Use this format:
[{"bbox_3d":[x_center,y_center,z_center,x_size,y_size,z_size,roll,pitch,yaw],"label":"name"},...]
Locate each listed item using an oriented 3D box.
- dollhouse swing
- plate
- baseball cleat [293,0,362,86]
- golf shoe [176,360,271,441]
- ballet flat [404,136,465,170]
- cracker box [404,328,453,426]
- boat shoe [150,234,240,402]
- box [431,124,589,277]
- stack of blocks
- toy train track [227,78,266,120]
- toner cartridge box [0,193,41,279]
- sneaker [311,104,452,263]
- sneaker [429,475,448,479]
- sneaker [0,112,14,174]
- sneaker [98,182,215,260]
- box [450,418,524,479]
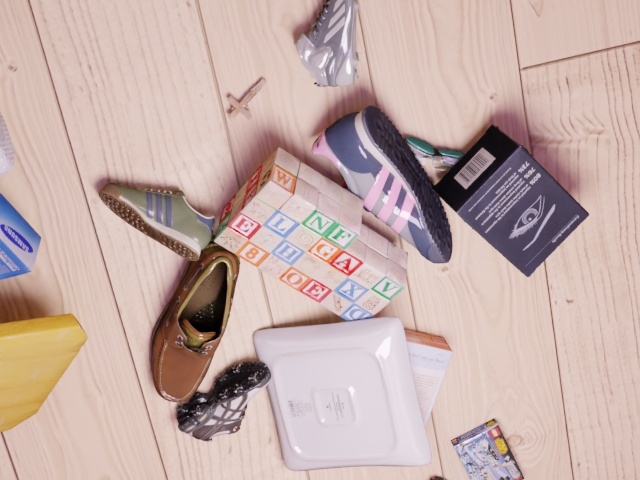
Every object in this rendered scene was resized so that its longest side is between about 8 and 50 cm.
[{"bbox_3d":[-0.608,0.153,1.664,0.315,0.305,0.347,45,123,11],"label":"dollhouse swing"},{"bbox_3d":[0.030,0.276,1.813,0.278,0.045,0.277,-7,106,22],"label":"plate"},{"bbox_3d":[0.011,-0.342,1.658,0.109,0.072,0.206,-3,105,-2],"label":"baseball cleat"},{"bbox_3d":[-0.154,0.283,1.843,0.198,0.077,0.094,-32,123,18],"label":"golf shoe"},{"bbox_3d":[0.188,-0.140,1.774,0.114,0.041,0.041,15,105,-13],"label":"ballet flat"},{"bbox_3d":[0.122,0.270,1.886,0.156,0.067,0.232,14,107,-13],"label":"cracker box"},{"bbox_3d":[-0.215,0.144,1.766,0.111,0.104,0.307,12,106,-13],"label":"boat shoe"},{"bbox_3d":[0.318,-0.064,1.766,0.153,0.108,0.207,-46,121,7],"label":"box"},{"bbox_3d":[0.000,0.000,1.727,0.297,0.087,0.171,32,129,-18],"label":"stack of blocks"},{"bbox_3d":[-0.119,-0.227,1.706,0.048,0.014,0.083,42,92,-12],"label":"toy train track"},{"bbox_3d":[-0.579,-0.065,1.553,0.165,0.075,0.348,-13,138,18],"label":"toner cartridge box"},{"bbox_3d":[0.108,-0.079,1.763,0.131,0.112,0.319,-19,119,28],"label":"sneaker"},{"bbox_3d":[0.259,0.515,2.002,0.178,0.072,0.077,34,112,-10],"label":"sneaker"},{"bbox_3d":[-0.634,-0.207,1.566,0.210,0.137,0.366,-36,106,5],"label":"sneaker"},{"bbox_3d":[-0.258,-0.051,1.721,0.192,0.064,0.086,33,63,1],"label":"sneaker"},{"bbox_3d":[0.314,0.412,1.988,0.094,0.027,0.137,-26,111,2],"label":"box"}]
